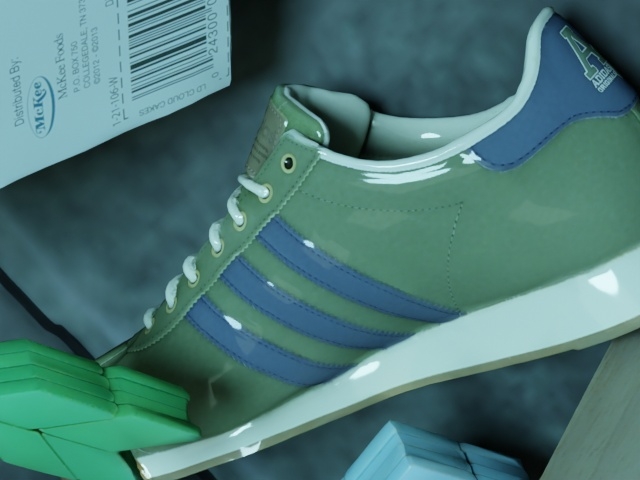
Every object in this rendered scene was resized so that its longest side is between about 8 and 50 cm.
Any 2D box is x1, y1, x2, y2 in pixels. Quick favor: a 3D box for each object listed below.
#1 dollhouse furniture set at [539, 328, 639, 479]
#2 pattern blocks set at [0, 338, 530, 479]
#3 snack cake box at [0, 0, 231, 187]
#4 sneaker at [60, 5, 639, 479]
[{"bbox_3d":[0.195,0.142,0.378,0.303,0.286,0.198,-6,114,28],"label":"dollhouse furniture set"},{"bbox_3d":[-0.095,0.158,0.537,0.285,0.026,0.325,10,125,-26],"label":"pattern blocks set"},{"bbox_3d":[-0.104,-0.130,0.400,0.089,0.152,0.264,40,143,37],"label":"snack cake box"},{"bbox_3d":[0.000,0.000,0.515,0.192,0.064,0.086,-20,102,20],"label":"sneaker"}]
